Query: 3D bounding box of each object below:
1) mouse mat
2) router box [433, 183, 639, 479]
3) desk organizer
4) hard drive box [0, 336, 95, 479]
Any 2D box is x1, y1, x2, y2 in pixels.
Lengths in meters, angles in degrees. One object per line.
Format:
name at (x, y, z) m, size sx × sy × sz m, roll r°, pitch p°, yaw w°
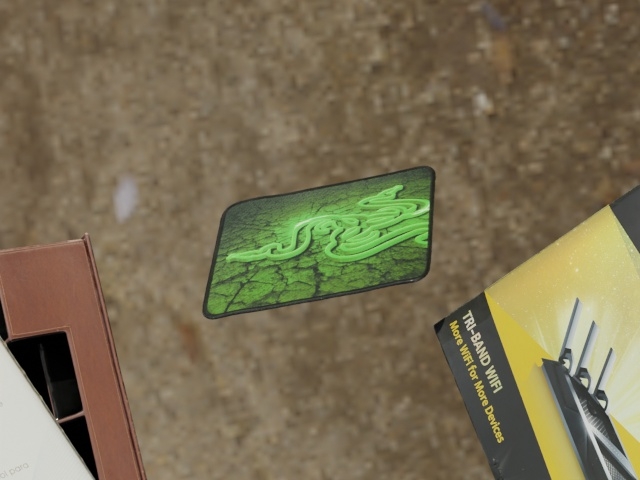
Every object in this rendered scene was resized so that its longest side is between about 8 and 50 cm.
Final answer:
mouse mat at (0.000, 0.000, 1.517) m, size 0.152 × 0.190 × 0.007 m, roll -83°, pitch -22°, yaw -52°
router box at (0.244, 0.132, 1.381) m, size 0.243 × 0.081 × 0.309 m, roll -37°, pitch 54°, yaw 22°
desk organizer at (-0.127, 0.068, 0.897) m, size 0.047 × 0.050 × 0.130 m, roll -34°, pitch 68°, yaw 60°
hard drive box at (-0.172, 0.117, 0.647) m, size 0.232 × 0.181 × 0.089 m, roll 54°, pitch 139°, yaw 19°
